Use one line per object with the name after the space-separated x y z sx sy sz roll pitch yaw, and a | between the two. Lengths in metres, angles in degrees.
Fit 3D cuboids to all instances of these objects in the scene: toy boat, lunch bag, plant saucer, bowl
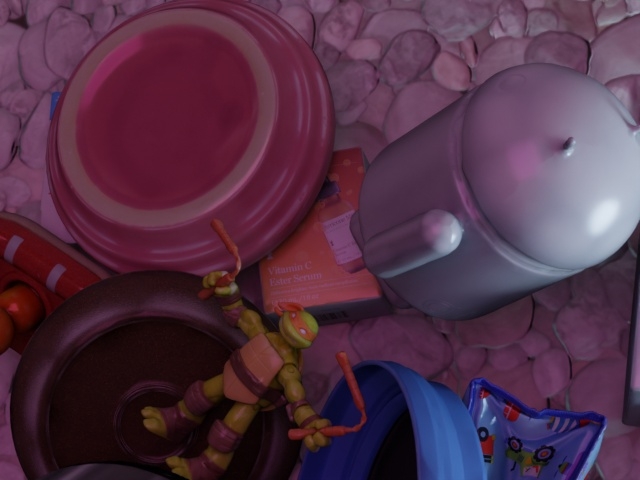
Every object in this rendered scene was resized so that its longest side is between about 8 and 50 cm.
-0.332 0.076 1.654 0.231 0.151 0.151 31 127 17 | toy boat
0.165 0.301 1.475 0.138 0.221 0.293 16 79 9 | lunch bag
-0.152 -0.119 1.643 0.332 0.084 0.332 -6 70 16 | plant saucer
-0.170 0.187 1.594 0.311 0.050 0.310 0 100 -3 | plant saucer
0.053 0.308 1.431 0.077 0.391 0.391 11 75 -16 | bowl

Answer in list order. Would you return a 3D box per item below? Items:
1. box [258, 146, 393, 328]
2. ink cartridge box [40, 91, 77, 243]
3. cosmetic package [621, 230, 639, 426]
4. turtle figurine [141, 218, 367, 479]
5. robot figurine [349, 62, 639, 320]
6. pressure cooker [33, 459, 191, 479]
0.000 0.000 1.663 0.130 0.091 0.170 -10 73 8 | box
-0.256 -0.076 1.746 0.104 0.061 0.181 0 74 12 | ink cartridge box
0.376 0.064 1.505 0.138 0.224 0.224 5 76 12 | cosmetic package
-0.077 0.128 1.509 0.217 0.087 0.269 -45 65 15 | turtle figurine
0.174 -0.045 1.477 0.300 0.353 0.199 -32 90 -36 | robot figurine
-0.247 0.415 1.341 0.370 0.420 0.375 29 112 13 | pressure cooker
